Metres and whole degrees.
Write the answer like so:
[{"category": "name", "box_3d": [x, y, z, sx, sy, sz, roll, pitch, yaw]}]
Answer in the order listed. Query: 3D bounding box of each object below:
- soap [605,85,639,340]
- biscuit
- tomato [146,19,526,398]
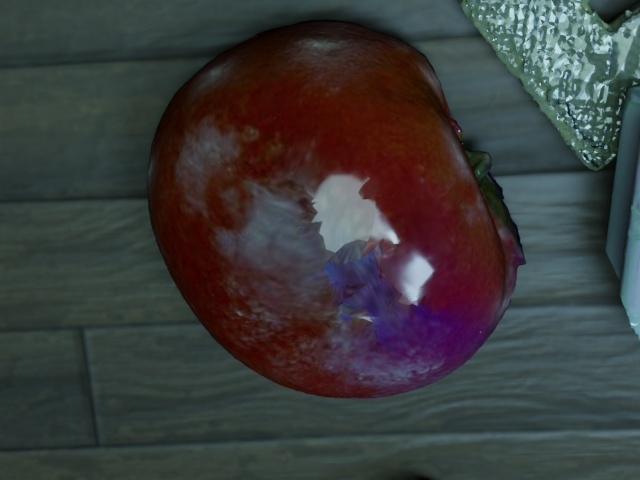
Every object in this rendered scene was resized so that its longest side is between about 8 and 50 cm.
[{"category": "soap", "box_3d": [0.305, -0.003, 0.944, 0.145, 0.091, 0.230, -1, 122, 0]}, {"category": "biscuit", "box_3d": [0.200, -0.187, 0.932, 0.147, 0.046, 0.250, -37, 103, 16]}, {"category": "tomato", "box_3d": [0.002, 0.005, 0.950, 0.289, 0.176, 0.335, -23, 107, 15]}]
